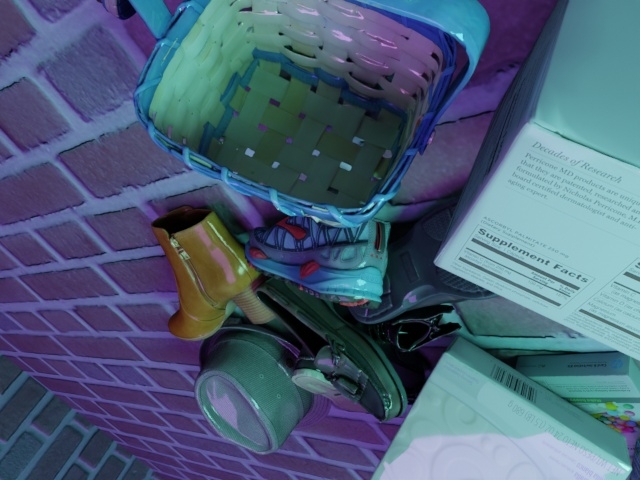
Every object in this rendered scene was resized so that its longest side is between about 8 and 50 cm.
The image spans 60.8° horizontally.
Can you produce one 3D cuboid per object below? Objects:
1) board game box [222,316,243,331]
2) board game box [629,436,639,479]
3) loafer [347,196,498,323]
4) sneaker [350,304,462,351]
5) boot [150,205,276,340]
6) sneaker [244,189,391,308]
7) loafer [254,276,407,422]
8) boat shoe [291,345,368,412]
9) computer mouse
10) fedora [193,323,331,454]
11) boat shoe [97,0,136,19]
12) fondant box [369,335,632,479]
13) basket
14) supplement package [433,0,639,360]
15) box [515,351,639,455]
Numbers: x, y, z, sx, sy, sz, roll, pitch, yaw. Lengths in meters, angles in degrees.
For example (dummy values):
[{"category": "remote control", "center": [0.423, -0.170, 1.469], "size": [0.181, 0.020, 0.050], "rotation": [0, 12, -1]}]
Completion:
[{"category": "board game box", "center": [-0.176, 0.217, 1.069], "size": [0.103, 0.026, 0.154], "rotation": [3, 120, 35]}, {"category": "board game box", "center": [0.501, 0.303, 0.678], "size": [0.194, 0.060, 0.194], "rotation": [-11, 135, 16]}, {"category": "loafer", "center": [0.150, 0.022, 0.619], "size": [0.302, 0.095, 0.109], "rotation": [-28, 71, 48]}, {"category": "sneaker", "center": [0.103, 0.115, 0.720], "size": [0.170, 0.089, 0.051], "rotation": [-20, 96, 22]}, {"category": "boot", "center": [-0.207, 0.052, 0.887], "size": [0.295, 0.104, 0.211], "rotation": [-16, 117, 41]}, {"category": "sneaker", "center": [0.000, 0.000, 0.684], "size": [0.104, 0.125, 0.261], "rotation": [18, 179, -38]}, {"category": "loafer", "center": [0.004, 0.145, 0.746], "size": [0.267, 0.084, 0.096], "rotation": [48, 140, 32]}, {"category": "boat shoe", "center": [0.045, 0.242, 0.950], "size": [0.084, 0.079, 0.233], "rotation": [-20, 136, 33]}, {"category": "computer mouse", "center": [0.089, 0.189, 0.853], "size": [0.272, 0.072, 0.188], "rotation": [43, 143, -16]}, {"category": "fedora", "center": [-0.122, 0.285, 0.981], "size": [0.243, 0.124, 0.275], "rotation": [-22, 109, 30]}, {"category": "boat shoe", "center": [-0.197, -0.289, 0.493], "size": [0.066, 0.066, 0.183], "rotation": [33, 144, -1]}, {"category": "fondant box", "center": [0.198, 0.331, 0.714], "size": [0.238, 0.096, 0.330], "rotation": [30, 107, 19]}, {"category": "basket", "center": [-0.026, -0.131, 0.422], "size": [0.254, 0.201, 0.289], "rotation": [25, 174, 5]}, {"category": "supplement package", "center": [0.247, -0.038, 0.368], "size": [0.261, 0.204, 0.145], "rotation": [26, 145, 6]}, {"category": "box", "center": [0.369, 0.222, 0.730], "size": [0.145, 0.038, 0.186], "rotation": [-14, 126, 44]}]
